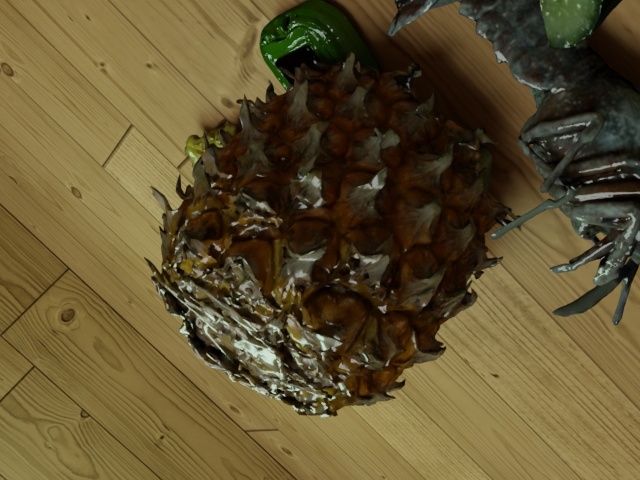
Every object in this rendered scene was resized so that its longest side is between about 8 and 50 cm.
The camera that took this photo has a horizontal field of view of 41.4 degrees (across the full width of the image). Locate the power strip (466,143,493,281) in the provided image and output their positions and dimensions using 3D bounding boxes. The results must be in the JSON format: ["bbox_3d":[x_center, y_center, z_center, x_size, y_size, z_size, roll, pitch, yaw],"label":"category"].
[{"bbox_3d":[0.147,-0.018,1.028,0.093,0.053,0.288,29,151,23],"label":"power strip"}]

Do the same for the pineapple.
[{"bbox_3d":[0.002,0.002,0.879,0.352,0.300,0.352,26,145,20],"label":"pineapple"}]

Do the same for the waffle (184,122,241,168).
[{"bbox_3d":[-0.101,-0.065,1.279,0.291,0.051,0.291,31,154,18],"label":"waffle"}]

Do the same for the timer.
[{"bbox_3d":[-0.004,-0.200,0.949,0.128,0.047,0.140,52,151,-21],"label":"timer"}]

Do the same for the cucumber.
[{"bbox_3d":[0.197,-0.213,0.595,0.062,0.115,0.116,13,141,48],"label":"cucumber"}]

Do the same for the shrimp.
[{"bbox_3d":[0.215,-0.082,0.720,0.166,0.221,0.410,-34,86,38],"label":"shrimp"}]
